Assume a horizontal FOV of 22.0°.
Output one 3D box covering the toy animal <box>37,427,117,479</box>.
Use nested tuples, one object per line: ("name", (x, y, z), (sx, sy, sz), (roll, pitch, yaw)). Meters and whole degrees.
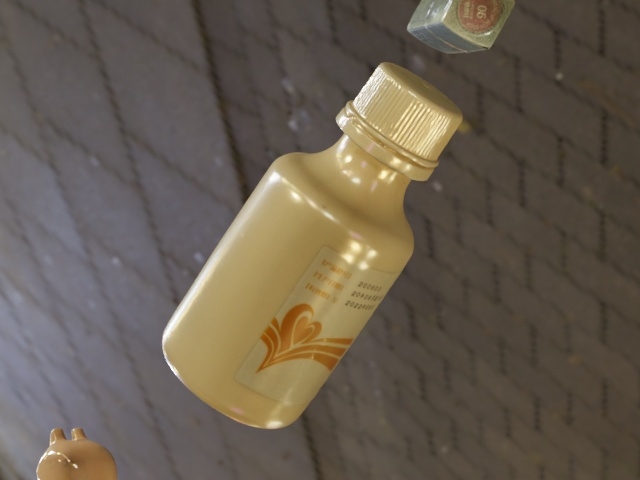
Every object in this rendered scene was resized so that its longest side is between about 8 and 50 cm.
("toy animal", (-0.213, 0.233, 1.437), (0.089, 0.083, 0.150), (61, -168, -56))

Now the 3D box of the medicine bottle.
("medicine bottle", (0.000, 0.000, 1.103), (0.114, 0.252, 0.114), (31, -165, -9))

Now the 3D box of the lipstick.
("lipstick", (0.169, -0.278, 2.051), (0.077, 0.076, 0.290), (28, -179, -8))
